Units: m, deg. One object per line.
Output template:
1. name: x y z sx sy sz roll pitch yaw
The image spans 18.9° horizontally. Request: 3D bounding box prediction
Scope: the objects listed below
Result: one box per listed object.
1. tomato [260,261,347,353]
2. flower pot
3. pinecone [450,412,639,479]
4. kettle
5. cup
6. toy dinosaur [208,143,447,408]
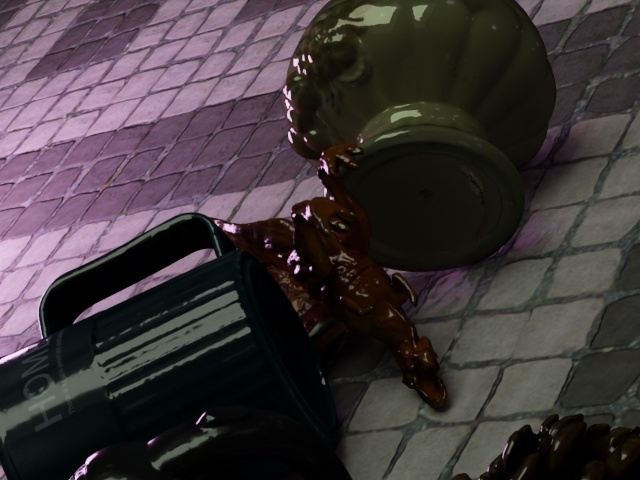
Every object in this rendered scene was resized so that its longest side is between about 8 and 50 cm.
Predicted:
1. tomato: -0.026 0.084 2.108 0.174 0.082 0.166 -15 48 16
2. flower pot: 0.107 -0.122 2.098 0.307 0.307 0.244 -22 42 21
3. pinecone: 0.210 0.244 1.427 0.272 0.224 0.224 21 51 21
4. kettle: -0.085 0.273 1.621 0.268 0.290 0.207 -31 25 1
5. cup: -0.155 0.154 1.965 0.292 0.242 0.308 -26 22 10
6. toy dinosaur: 0.000 0.000 1.985 0.097 0.208 0.432 -25 46 -27
